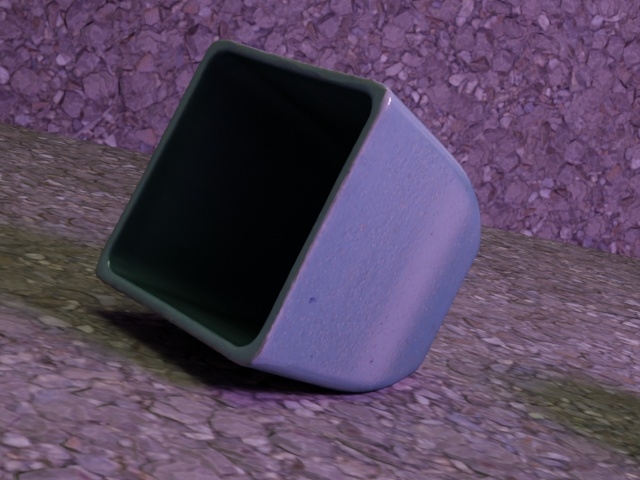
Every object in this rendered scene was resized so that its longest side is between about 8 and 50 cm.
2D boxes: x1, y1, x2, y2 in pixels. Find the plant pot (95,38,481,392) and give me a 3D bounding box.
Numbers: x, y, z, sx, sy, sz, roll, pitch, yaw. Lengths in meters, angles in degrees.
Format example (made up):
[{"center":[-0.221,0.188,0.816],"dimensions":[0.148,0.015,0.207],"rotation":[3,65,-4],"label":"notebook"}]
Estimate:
[{"center":[0.000,0.000,1.113],"dimensions":[0.247,0.248,0.252],"rotation":[24,-5,46],"label":"plant pot"}]
